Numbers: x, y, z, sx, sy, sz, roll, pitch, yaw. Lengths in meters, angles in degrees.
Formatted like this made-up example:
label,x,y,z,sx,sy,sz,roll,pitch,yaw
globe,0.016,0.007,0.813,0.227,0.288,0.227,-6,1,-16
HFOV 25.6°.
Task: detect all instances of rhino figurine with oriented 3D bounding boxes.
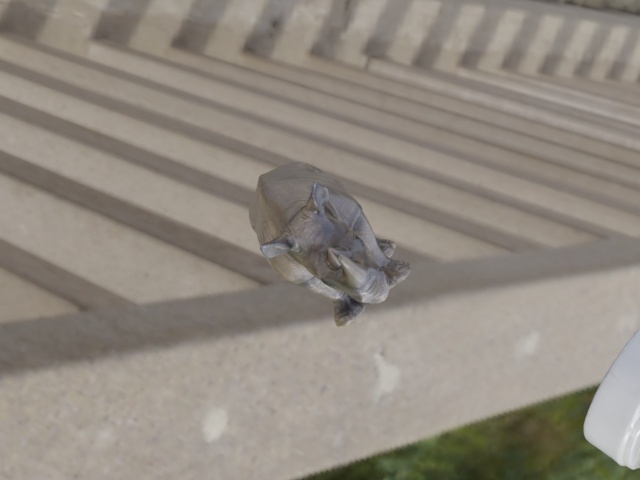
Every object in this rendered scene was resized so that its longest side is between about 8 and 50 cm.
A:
label,x,y,z,sx,sy,sz,roll,pitch,yaw
rhino figurine,0.000,0.000,0.914,0.073,0.243,0.106,-44,98,2

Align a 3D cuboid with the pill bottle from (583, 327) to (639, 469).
label,x,y,z,sx,sy,sz,roll,pitch,yaw
pill bottle,0.243,0.123,0.713,0.117,0.208,0.117,-39,148,-30
